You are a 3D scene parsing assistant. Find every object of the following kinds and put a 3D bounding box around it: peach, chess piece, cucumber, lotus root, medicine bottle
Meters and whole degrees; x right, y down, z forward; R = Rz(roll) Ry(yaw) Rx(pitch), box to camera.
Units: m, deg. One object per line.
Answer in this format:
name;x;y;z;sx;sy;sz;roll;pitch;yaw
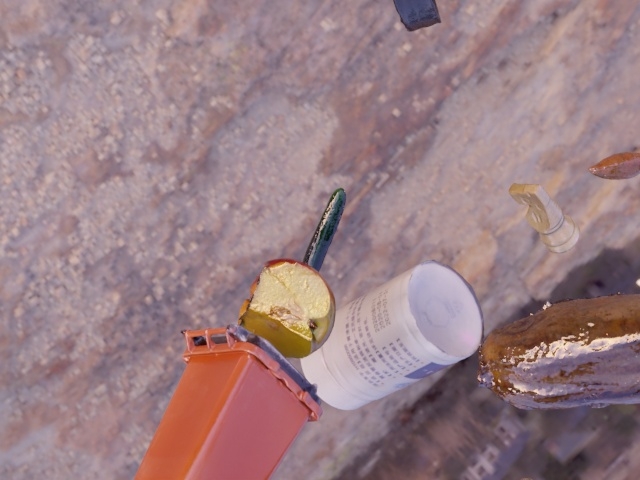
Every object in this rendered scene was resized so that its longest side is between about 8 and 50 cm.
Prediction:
peach;-0.044;0.096;1.458;0.151;0.151;0.118;-52;175;11
chess piece;0.493;-0.062;2.329;0.090;0.090;0.200;-45;128;1
cucumber;0.000;0.000;1.672;0.036;0.033;0.184;2;119;-46
lotus root;0.379;0.159;1.470;0.329;0.167;0.078;-11;178;10
medicine bottle;0.126;0.185;1.980;0.190;0.190;0.332;-8;162;-44

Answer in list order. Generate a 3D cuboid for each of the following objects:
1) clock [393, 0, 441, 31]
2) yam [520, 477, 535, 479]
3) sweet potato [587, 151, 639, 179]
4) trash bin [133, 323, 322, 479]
clock;0.074;-0.301;1.071;0.040;0.184;0.184;-20;149;11
yam;0.329;0.379;1.376;0.067;0.317;0.071;31;85;-14
sweet potato;0.366;-0.090;1.290;0.095;0.034;0.034;-13;138;-22
trash bin;-0.133;0.240;1.341;0.184;0.161;0.239;49;53;-26
